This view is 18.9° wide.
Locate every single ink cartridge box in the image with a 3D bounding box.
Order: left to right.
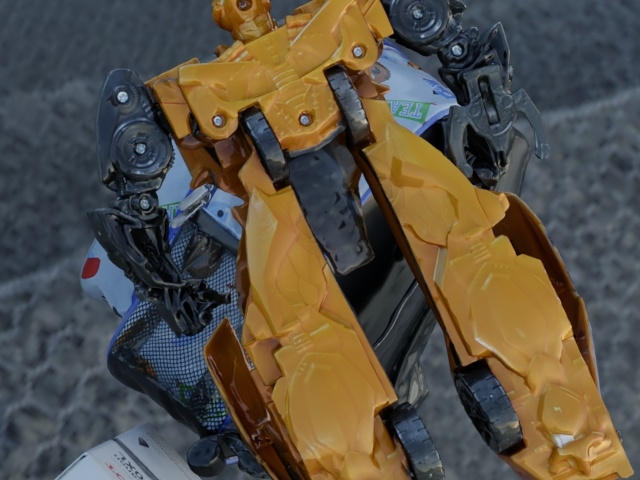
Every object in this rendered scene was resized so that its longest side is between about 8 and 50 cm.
[{"bbox_3d":[-0.100,0.169,1.087,0.109,0.063,0.150,48,7,4],"label":"ink cartridge box"}]

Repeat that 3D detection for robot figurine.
[{"bbox_3d":[0.017,0.010,0.898,0.211,0.085,0.291,-26,95,-8],"label":"robot figurine"}]

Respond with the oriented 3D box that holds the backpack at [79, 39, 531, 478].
[{"bbox_3d":[0.000,0.000,1.217,0.213,0.263,0.276,41,11,17],"label":"backpack"}]
